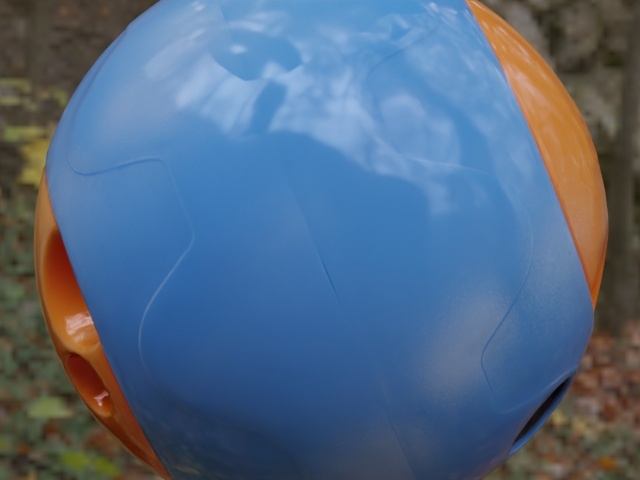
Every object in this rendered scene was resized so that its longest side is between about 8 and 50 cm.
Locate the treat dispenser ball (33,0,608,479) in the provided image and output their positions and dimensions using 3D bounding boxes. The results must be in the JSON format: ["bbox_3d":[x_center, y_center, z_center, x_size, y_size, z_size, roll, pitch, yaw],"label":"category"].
[{"bbox_3d":[0.000,0.000,0.974,0.288,0.288,0.288,0,-1,0],"label":"treat dispenser ball"}]
